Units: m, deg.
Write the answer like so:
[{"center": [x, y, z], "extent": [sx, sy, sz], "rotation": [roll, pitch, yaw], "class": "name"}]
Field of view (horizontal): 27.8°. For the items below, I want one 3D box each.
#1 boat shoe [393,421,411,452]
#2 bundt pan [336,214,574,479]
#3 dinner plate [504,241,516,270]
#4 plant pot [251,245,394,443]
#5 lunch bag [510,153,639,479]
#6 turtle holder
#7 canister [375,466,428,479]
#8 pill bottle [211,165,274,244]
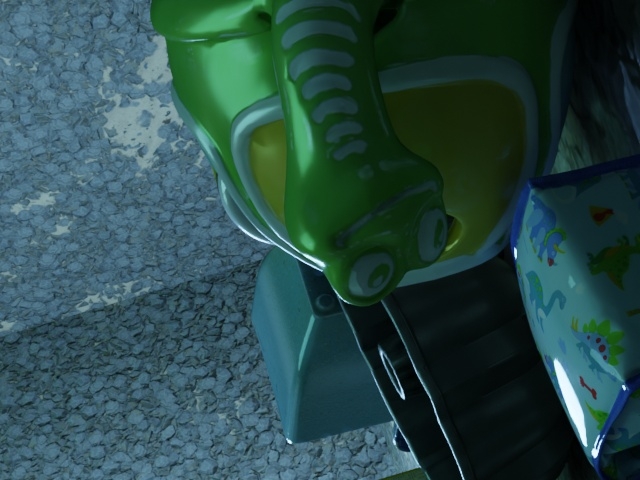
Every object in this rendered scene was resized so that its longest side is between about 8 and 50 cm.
[{"center": [0.131, 0.171, 1.578], "extent": [0.183, 0.066, 0.066], "rotation": [-68, 27, 18], "class": "boat shoe"}, {"center": [0.116, 0.091, 1.133], "extent": [0.331, 0.124, 0.331], "rotation": [156, 90, -84], "class": "bundt pan"}, {"center": [0.160, 0.012, 1.173], "extent": [0.141, 0.017, 0.141], "rotation": [163, 90, -89], "class": "dinner plate"}, {"center": [0.042, 0.103, 1.857], "extent": [0.252, 0.247, 0.247], "rotation": [91, 164, -53], "class": "plant pot"}, {"center": [0.156, 0.049, 0.681], "extent": [0.151, 0.096, 0.129], "rotation": [96, 159, -56], "class": "lunch bag"}, {"center": [0.044, -0.093, 0.712], "extent": [0.320, 0.243, 0.227], "rotation": [-149, 42, -65], "class": "turtle holder"}, {"center": [0.150, 0.273, 1.294], "extent": [0.073, 0.170, 0.126], "rotation": [-125, 19, -80], "class": "canister"}, {"center": [-0.066, -0.137, 1.824], "extent": [0.334, 0.188, 0.188], "rotation": [-113, 7, -65], "class": "pill bottle"}]
